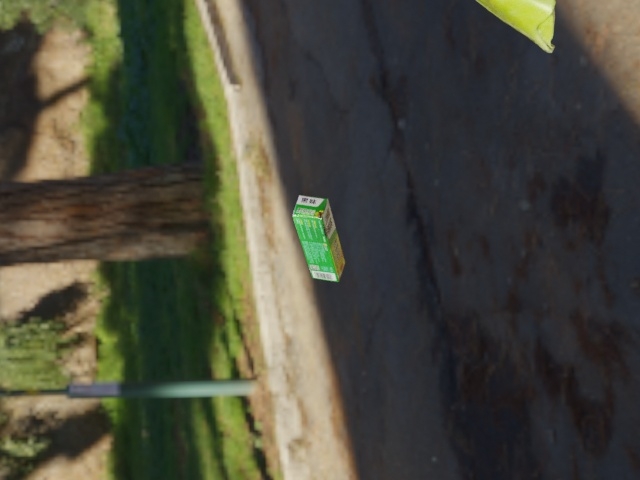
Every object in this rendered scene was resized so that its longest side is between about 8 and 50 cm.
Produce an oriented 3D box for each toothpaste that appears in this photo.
[{"bbox_3d":[0.000,0.000,1.574,0.178,0.043,0.037,74,-150,-58],"label":"toothpaste"}]

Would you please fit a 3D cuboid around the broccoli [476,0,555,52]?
[{"bbox_3d":[0.130,-0.324,1.079,0.254,0.302,0.186,-51,-14,-76],"label":"broccoli"}]
